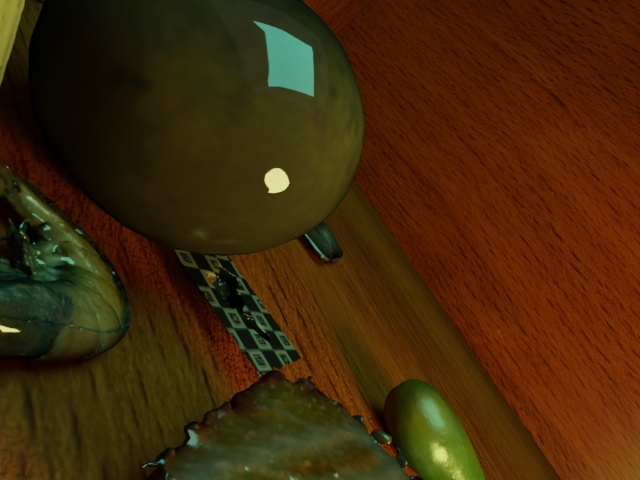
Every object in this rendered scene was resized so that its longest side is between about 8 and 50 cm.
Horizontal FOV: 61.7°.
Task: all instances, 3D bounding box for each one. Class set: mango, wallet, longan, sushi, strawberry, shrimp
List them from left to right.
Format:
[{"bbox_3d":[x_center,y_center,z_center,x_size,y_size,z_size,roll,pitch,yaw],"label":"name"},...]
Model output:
[{"bbox_3d":[-0.263,0.001,0.410,0.222,0.054,0.290,55,10,12],"label":"shrimp"},{"bbox_3d":[-0.136,-0.159,0.655,0.405,0.336,0.404,28,29,-17],"label":"longan"},{"bbox_3d":[-0.114,0.100,0.713,0.201,0.031,0.139,52,13,17],"label":"sushi"},{"bbox_3d":[-0.008,0.250,0.433,0.254,0.150,0.280,34,11,15],"label":"strawberry"},{"bbox_3d":[0.000,0.000,1.376,0.137,0.031,0.255,54,14,7],"label":"wallet"},{"bbox_3d":[0.207,0.354,0.932,0.251,0.114,0.156,49,6,-7],"label":"mango"}]

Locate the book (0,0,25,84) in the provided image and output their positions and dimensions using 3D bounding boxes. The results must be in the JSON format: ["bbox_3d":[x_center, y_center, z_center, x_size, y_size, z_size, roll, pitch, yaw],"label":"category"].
[{"bbox_3d":[-0.390,-0.353,0.452,0.427,0.300,0.039,52,42,3],"label":"book"}]
